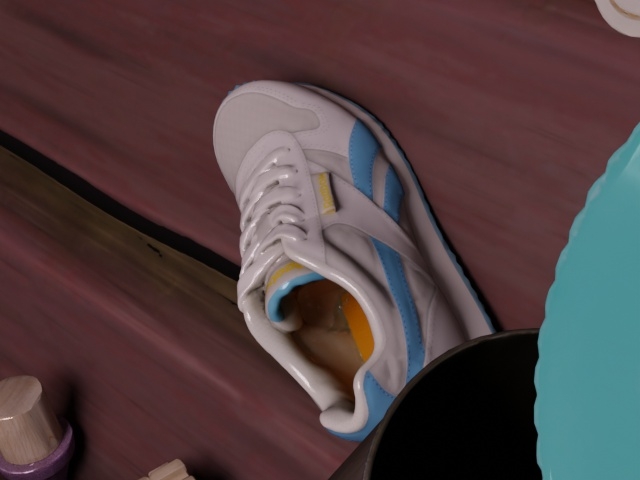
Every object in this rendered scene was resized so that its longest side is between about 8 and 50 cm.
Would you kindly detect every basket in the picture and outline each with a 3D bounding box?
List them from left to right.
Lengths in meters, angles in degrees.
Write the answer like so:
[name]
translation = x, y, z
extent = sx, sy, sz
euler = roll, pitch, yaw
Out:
[basket]
translation = 0.042, 0.164, 0.563
extent = 0.154, 0.204, 0.227
euler = 56, 135, 16

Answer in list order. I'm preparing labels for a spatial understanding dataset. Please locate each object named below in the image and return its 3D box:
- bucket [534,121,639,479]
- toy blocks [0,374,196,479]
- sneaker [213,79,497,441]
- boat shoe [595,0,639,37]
[bucket]
translation = 0.212, 0.052, 0.390
extent = 0.281, 0.183, 0.281
euler = 0, 90, 44
[toy blocks]
translation = -0.194, 0.284, 0.790
extent = 0.288, 0.309, 0.260
euler = 39, 150, 48
[sneaker]
translation = 0.000, 0.000, 0.648
extent = 0.087, 0.092, 0.228
euler = -55, 52, 31
[boat shoe]
translation = 0.213, -0.142, 0.456
extent = 0.254, 0.079, 0.095
euler = -34, 67, 36
